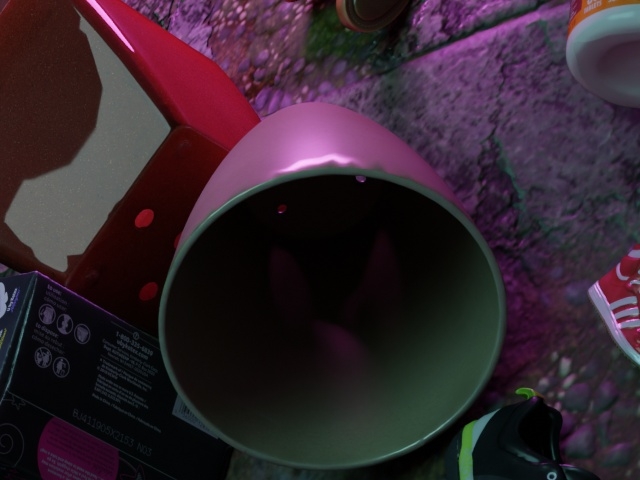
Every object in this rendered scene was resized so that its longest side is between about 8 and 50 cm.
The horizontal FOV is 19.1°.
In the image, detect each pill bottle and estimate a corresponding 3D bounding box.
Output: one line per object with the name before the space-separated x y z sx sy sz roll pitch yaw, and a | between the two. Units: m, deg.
pill bottle | 0.256 -0.221 1.452 0.121 0.121 0.221 -19 51 41

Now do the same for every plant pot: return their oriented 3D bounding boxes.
plant pot | 0.000 0.000 1.511 0.256 0.256 0.274 -45 22 17
plant pot | -0.185 -0.054 1.746 0.267 0.267 0.236 -53 48 5

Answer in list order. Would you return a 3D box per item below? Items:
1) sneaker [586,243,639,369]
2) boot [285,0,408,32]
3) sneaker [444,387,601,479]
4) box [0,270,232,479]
sneaker | 0.236 0.047 1.343 0.067 0.042 0.118 -49 34 17
boot | 0.016 -0.253 1.801 0.152 0.073 0.197 -17 40 40
sneaker | 0.149 0.193 1.300 0.097 0.084 0.234 -39 40 22
box | -0.210 0.152 1.609 0.142 0.247 0.163 -10 57 44
